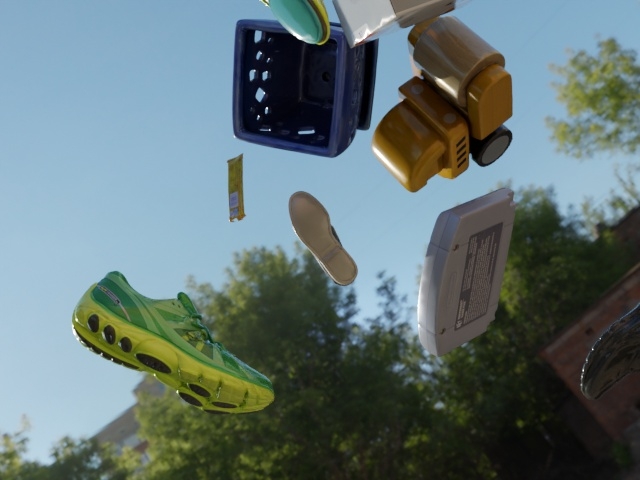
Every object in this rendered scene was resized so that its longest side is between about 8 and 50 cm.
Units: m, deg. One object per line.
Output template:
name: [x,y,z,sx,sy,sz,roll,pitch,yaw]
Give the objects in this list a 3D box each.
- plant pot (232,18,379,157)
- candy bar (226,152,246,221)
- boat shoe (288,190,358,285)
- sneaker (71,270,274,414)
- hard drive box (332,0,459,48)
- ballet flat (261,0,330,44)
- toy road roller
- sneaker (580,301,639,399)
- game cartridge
plant pot: [-0.018,-0.310,1.564,0.212,0.235,0.236,-35,-46,-55]
candy bar: [-0.170,-0.107,1.627,0.040,0.162,0.018,-19,-33,20]
boat shoe: [0.000,0.000,1.569,0.075,0.206,0.065,-32,-9,-10]
sneaker: [-0.175,0.133,1.065,0.109,0.295,0.124,-34,29,45]
hard drive box: [0.161,-0.404,1.287,0.232,0.089,0.181,-24,6,-18]
ballet flat: [-0.053,-0.341,1.062,0.077,0.231,0.077,-36,-28,-31]
toy road roller: [0.220,-0.239,1.556,0.240,0.202,0.330,-37,-28,-9]
sneaker: [0.528,0.157,1.275,0.286,0.130,0.109,-53,-25,17]
game cartridge: [0.261,0.061,1.469,0.196,0.060,0.294,-23,-52,-41]
